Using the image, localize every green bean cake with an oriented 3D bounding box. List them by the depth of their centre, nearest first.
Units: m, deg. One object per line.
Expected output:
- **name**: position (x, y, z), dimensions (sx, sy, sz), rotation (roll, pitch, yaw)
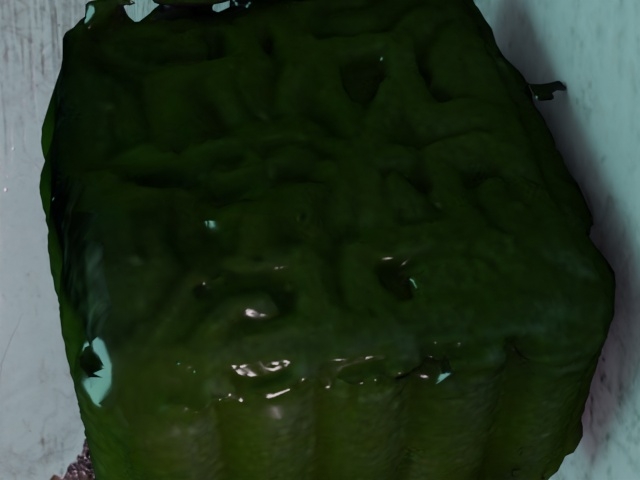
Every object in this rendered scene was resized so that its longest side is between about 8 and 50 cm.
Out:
- **green bean cake**: position (0.000, 0.000, 1.012), dimensions (0.218, 0.335, 0.319), rotation (90, 164, -52)
